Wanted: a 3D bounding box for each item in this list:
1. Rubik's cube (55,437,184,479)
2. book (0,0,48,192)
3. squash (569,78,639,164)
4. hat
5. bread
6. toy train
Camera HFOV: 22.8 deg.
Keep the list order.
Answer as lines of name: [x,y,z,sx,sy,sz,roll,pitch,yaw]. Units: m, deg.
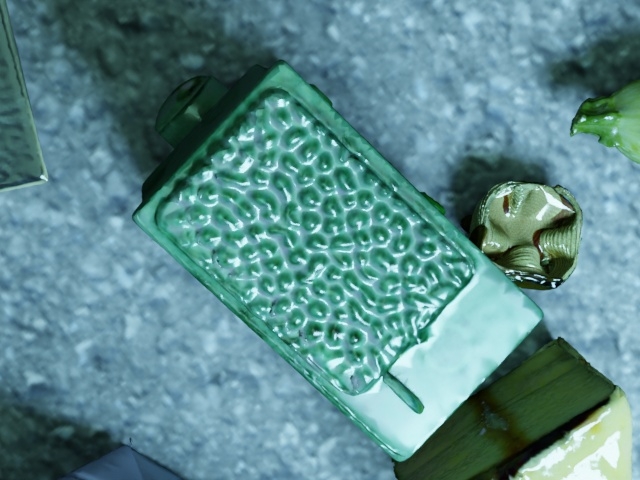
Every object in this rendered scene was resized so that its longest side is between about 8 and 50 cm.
Rubik's cube: [-0.119,0.292,1.039,0.231,0.221,0.224,29,96,9]
book: [-0.354,-0.191,1.069,0.263,0.028,0.374,-12,100,0]
squash: [0.358,-0.063,1.098,0.371,0.118,0.118,14,98,-2]
hat: [0.141,-0.002,1.119,0.077,0.059,0.076,9,82,-11]
bread: [0.186,0.221,1.108,0.163,0.167,0.264,-35,103,2]
toy train: [0.000,0.000,1.036,0.266,0.202,0.145,43,92,-12]
